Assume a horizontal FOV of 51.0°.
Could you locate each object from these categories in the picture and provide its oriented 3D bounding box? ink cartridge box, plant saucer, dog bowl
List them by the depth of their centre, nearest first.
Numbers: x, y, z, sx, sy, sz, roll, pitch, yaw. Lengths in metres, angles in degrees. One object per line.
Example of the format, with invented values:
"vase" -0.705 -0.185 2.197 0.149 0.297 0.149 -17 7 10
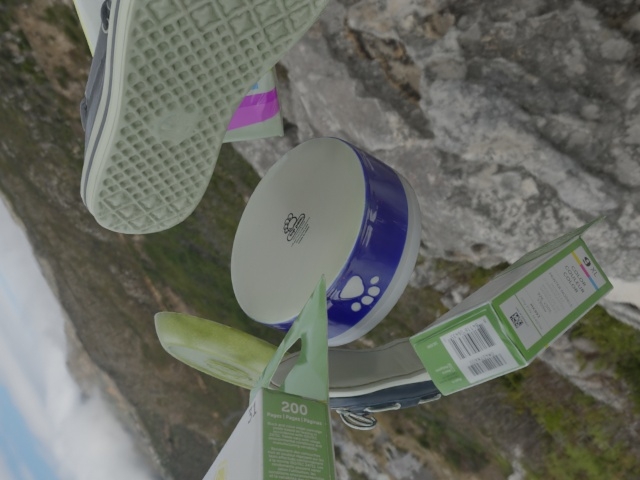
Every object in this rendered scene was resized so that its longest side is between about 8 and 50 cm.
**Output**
"ink cartridge box" -0.046 0.153 0.464 0.235 0.056 0.171 -96 29 -47
"ink cartridge box" 0.192 0.057 0.625 0.062 0.209 0.109 58 142 6
"dog bowl" 0.000 0.000 0.894 0.104 0.264 0.265 26 -175 -38
"plant saucer" -0.122 0.165 0.922 0.241 0.037 0.241 18 159 7

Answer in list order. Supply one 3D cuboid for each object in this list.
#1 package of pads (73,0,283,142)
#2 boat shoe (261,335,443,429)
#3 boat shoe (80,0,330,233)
"package of pads" -0.183 -0.264 0.876 0.101 0.229 0.296 -96 -2 -53
"boat shoe" 0.049 0.171 0.797 0.095 0.255 0.079 43 131 48
"boat shoe" -0.128 -0.211 0.659 0.500 0.187 0.155 -53 45 40
